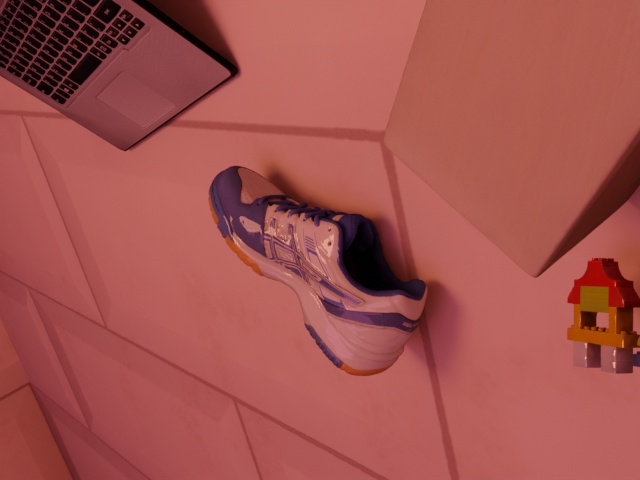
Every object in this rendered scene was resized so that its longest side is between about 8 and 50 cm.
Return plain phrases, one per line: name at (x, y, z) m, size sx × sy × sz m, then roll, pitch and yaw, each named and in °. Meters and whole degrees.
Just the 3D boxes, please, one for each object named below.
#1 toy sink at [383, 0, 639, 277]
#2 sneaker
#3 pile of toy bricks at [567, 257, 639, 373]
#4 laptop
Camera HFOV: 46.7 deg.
toy sink at (0.157, -0.119, 0.459) m, size 0.153 × 0.131 × 0.234 m, roll 44°, pitch 149°, yaw 22°
sneaker at (0.000, 0.000, 0.806) m, size 0.296 × 0.112 × 0.131 m, roll 45°, pitch 127°, yaw 19°
pile of toy bricks at (0.266, 0.041, 0.485) m, size 0.212 × 0.118 × 0.105 m, roll 175°, pitch 97°, yaw -71°
laptop at (-0.388, -0.174, 0.873) m, size 0.408 × 0.236 × 0.382 m, roll 33°, pitch 156°, yaw -25°
